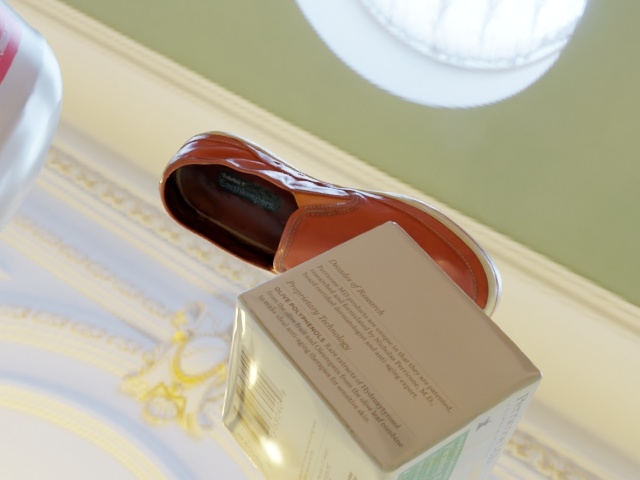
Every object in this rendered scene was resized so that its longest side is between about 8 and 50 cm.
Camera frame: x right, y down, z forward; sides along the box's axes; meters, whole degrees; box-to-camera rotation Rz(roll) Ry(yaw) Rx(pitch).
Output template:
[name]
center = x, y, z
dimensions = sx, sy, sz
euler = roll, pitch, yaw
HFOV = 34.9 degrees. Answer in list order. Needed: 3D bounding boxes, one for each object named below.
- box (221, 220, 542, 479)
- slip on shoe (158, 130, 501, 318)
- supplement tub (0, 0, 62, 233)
[box]
center = 0.021, 0.069, 0.445
dimensions = 0.087, 0.101, 0.102
euler = -26, -122, -29
[slip on shoe]
center = 0.000, 0.000, 0.909
dimensions = 0.331, 0.123, 0.101
euler = 26, -155, 12
[supplement tub]
center = -0.238, -0.080, 0.320
dimensions = 0.272, 0.191, 0.191
euler = 46, -154, -31
